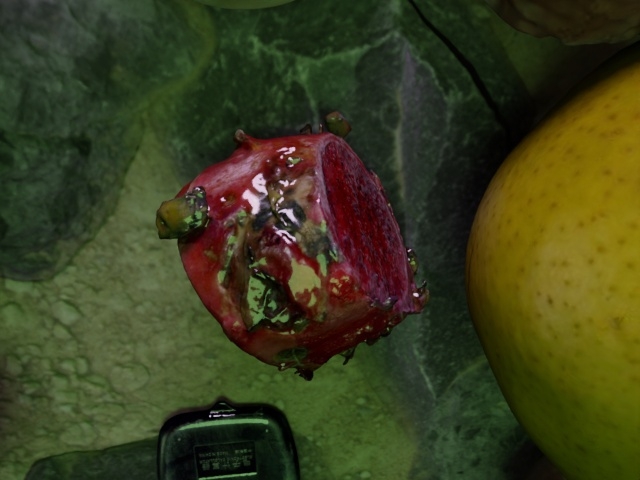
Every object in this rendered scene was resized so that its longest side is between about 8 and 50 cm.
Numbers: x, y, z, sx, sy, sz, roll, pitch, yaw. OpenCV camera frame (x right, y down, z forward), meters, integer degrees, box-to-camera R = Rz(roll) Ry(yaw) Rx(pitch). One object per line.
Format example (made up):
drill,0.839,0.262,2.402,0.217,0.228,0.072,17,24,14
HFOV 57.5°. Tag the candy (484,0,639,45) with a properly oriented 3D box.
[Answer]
candy,0.236,-0.250,0.400,0.290,0.214,0.157,-16,156,5

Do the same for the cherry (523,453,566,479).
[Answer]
cherry,0.353,0.339,0.693,0.236,0.212,0.285,-16,126,12

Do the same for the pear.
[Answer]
pear,0.299,0.044,0.464,0.363,0.362,0.418,-4,120,-4

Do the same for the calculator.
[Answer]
calculator,-0.113,0.310,0.733,0.177,0.040,0.268,-5,112,-5

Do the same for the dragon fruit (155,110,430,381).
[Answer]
dragon fruit,0.000,0.000,0.511,0.147,0.211,0.282,-35,140,18

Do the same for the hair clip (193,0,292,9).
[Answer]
hair clip,-0.070,-0.248,0.400,0.282,0.113,0.172,4,158,2
